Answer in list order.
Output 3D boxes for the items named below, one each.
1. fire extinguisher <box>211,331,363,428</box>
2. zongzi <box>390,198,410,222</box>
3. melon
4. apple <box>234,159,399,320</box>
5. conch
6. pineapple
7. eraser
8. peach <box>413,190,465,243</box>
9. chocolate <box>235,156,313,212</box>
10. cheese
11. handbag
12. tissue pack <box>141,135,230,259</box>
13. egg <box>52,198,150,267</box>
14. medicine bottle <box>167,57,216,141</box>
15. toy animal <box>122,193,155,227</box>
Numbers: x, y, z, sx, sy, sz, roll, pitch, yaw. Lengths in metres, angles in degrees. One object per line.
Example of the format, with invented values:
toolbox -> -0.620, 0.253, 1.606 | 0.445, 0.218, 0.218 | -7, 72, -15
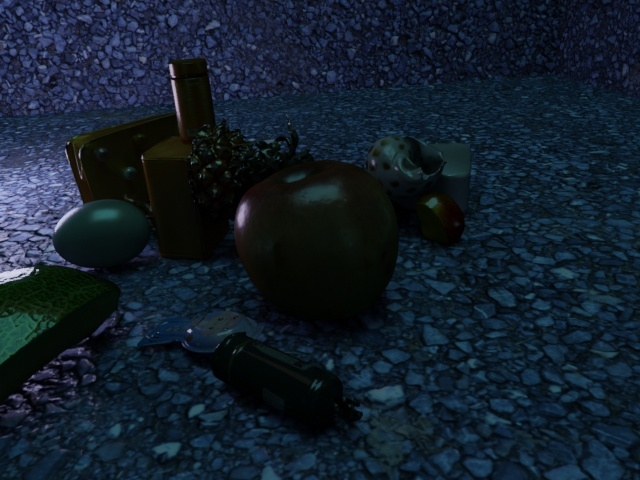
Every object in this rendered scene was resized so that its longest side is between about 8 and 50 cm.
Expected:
fire extinguisher -> -0.041, 0.236, 0.930 | 0.294, 0.118, 0.093 | 16, 66, 34
zongzi -> 0.047, -0.073, 1.546 | 0.322, 0.160, 0.360 | 0, 3, 30
melon -> -0.550, 0.151, 1.058 | 0.331, 0.226, 0.343 | -5, 33, 36
apple -> 0.000, 0.000, 1.198 | 0.338, 0.305, 0.338 | -15, 20, 5
conch -> 0.213, -0.202, 1.565 | 0.182, 0.149, 0.275 | -9, 42, -20
pineapple -> -0.138, -0.170, 1.381 | 0.271, 0.263, 0.262 | -1, 24, 21
eraser -> 0.303, -0.194, 1.744 | 0.331, 0.150, 0.331 | 0, 27, 0
peach -> 0.311, -0.063, 1.494 | 0.118, 0.151, 0.151 | -12, 24, 11
chocolate -> -0.148, -0.173, 1.761 | 0.234, 0.108, 0.237 | -5, 22, 14
cheese -> -0.226, 0.177, 1.109 | 0.244, 0.052, 0.135 | -1, 21, 22
handbag -> -0.510, -0.206, 1.683 | 0.133, 0.283, 0.401 | 13, 31, 40
tissue pack -> -0.344, -0.113, 1.482 | 0.145, 0.275, 0.194 | 0, 25, 9
egg -> -0.538, -0.015, 1.415 | 0.230, 0.168, 0.168 | -11, 26, -10
medicine bottle -> -0.319, -0.352, 1.437 | 0.096, 0.192, 0.096 | -4, 26, 2
toy animal -> -0.453, -0.074, 1.593 | 0.116, 0.114, 0.255 | 17, 22, 30
